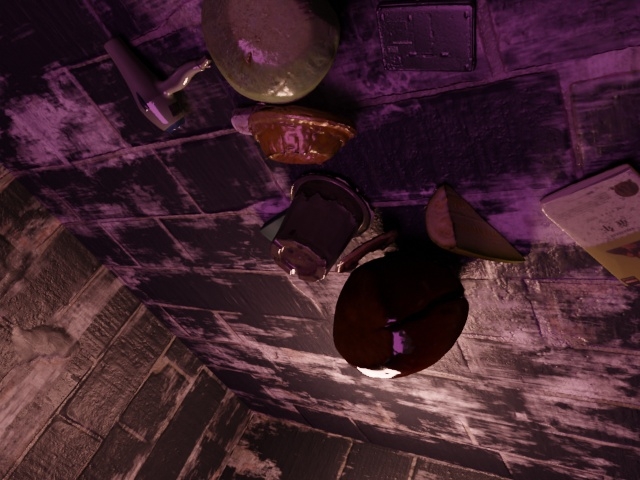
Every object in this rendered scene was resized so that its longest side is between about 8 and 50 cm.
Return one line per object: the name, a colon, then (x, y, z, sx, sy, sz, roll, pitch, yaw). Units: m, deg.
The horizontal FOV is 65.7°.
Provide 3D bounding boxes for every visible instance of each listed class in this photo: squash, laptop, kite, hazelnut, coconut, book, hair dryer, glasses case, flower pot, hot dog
squash: (0.430, -0.029, 1.405, 0.289, 0.202, 0.111, 6, 157, -33)
laptop: (0.222, -0.430, 1.050, 0.207, 0.026, 0.153, 10, 142, 25)
kite: (0.369, 0.105, 1.631, 0.321, 0.016, 0.234, 30, 144, -2)
hazelnut: (0.235, 0.228, 1.562, 0.402, 0.402, 0.429, 30, 135, -2)
coconut: (-0.109, -0.442, 1.065, 0.329, 0.328, 0.281, 25, 102, 6)
book: (0.732, -0.025, 1.181, 0.352, 0.035, 0.239, 38, 149, -12)
hair dryer: (-0.481, -0.495, 1.422, 0.296, 0.119, 0.298, 38, 128, -6)
glasses case: (-0.139, -0.052, 1.762, 0.078, 0.039, 0.184, 41, 143, -18)
flower pot: (-0.013, -0.030, 1.514, 0.291, 0.259, 0.290, 19, 143, 16)
hot dog: (-0.168, -0.342, 1.410, 0.192, 0.053, 0.099, 1, 137, 30)

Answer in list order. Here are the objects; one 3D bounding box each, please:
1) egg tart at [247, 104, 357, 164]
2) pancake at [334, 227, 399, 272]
egg tart: (-0.046, -0.258, 1.259, 0.291, 0.115, 0.290, 3, 180, 0)
pancake: (0.144, 0.030, 1.525, 0.029, 0.235, 0.212, 57, -176, 14)
